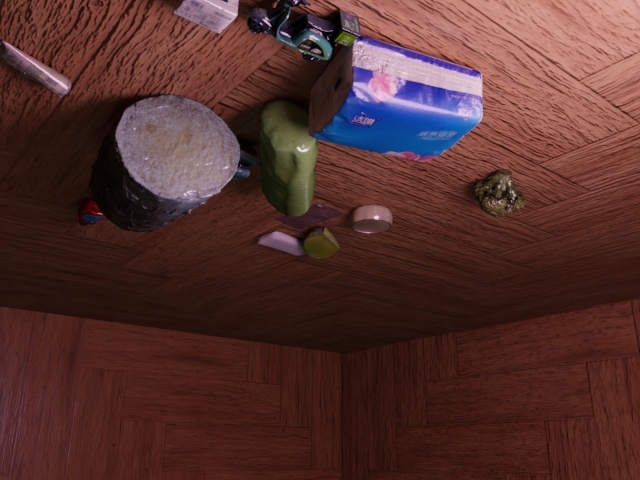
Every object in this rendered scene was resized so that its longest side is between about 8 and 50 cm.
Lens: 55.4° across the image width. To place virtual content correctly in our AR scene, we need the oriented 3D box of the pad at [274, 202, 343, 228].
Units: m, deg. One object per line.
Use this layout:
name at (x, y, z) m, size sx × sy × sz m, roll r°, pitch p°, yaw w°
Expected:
pad at (-0.034, -0.069, 1.815) m, size 0.188 × 0.006 × 0.113 m, roll -17°, pitch 155°, yaw 40°

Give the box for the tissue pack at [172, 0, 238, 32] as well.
tissue pack at (-0.176, -0.361, 0.940) m, size 0.083 × 0.042 × 0.062 m, roll 15°, pitch 154°, yaw -36°

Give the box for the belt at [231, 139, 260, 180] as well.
belt at (-0.263, -0.154, 1.456) m, size 0.302 × 0.087 × 0.072 m, roll -18°, pitch 146°, yaw 41°

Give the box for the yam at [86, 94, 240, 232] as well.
yam at (-0.352, -0.147, 1.302) m, size 0.241 × 0.241 × 0.348 m, roll 12°, pitch 160°, yaw -31°

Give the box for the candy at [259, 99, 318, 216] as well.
candy at (-0.071, -0.167, 1.346) m, size 0.132 × 0.142 × 0.343 m, roll 13°, pitch 160°, yaw 3°

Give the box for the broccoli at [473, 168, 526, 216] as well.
broccoli at (0.450, -0.118, 1.527) m, size 0.130 × 0.131 × 0.120 m, roll 10°, pitch 123°, yaw 9°

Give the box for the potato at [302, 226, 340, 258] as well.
potato at (0.000, 0.000, 1.944) m, size 0.119 × 0.054 × 0.198 m, roll -3°, pitch 156°, yaw 11°

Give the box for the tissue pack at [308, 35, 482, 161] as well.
tissue pack at (0.134, -0.246, 1.120) m, size 0.269 × 0.137 × 0.209 m, roll 10°, pitch 157°, yaw -23°

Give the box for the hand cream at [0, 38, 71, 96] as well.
hand cream at (-0.524, -0.312, 1.107) m, size 0.061 × 0.039 × 0.143 m, roll -8°, pitch 151°, yaw 40°

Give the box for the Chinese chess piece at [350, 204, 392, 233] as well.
Chinese chess piece at (0.149, -0.062, 1.768) m, size 0.122 × 0.051 × 0.122 m, roll 2°, pitch 162°, yaw 1°

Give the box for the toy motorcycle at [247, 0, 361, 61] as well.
toy motorcycle at (-0.031, -0.344, 0.970) m, size 0.173 × 0.058 × 0.100 m, roll 12°, pitch 150°, yaw -32°

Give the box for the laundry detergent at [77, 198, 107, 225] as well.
laundry detergent at (-0.651, -0.075, 1.753) m, size 0.097 × 0.049 × 0.165 m, roll 10°, pitch 161°, yaw -34°

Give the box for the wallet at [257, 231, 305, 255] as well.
wallet at (-0.110, 0.012, 2.006) m, size 0.190 × 0.033 × 0.095 m, roll 19°, pitch 154°, yaw -41°
